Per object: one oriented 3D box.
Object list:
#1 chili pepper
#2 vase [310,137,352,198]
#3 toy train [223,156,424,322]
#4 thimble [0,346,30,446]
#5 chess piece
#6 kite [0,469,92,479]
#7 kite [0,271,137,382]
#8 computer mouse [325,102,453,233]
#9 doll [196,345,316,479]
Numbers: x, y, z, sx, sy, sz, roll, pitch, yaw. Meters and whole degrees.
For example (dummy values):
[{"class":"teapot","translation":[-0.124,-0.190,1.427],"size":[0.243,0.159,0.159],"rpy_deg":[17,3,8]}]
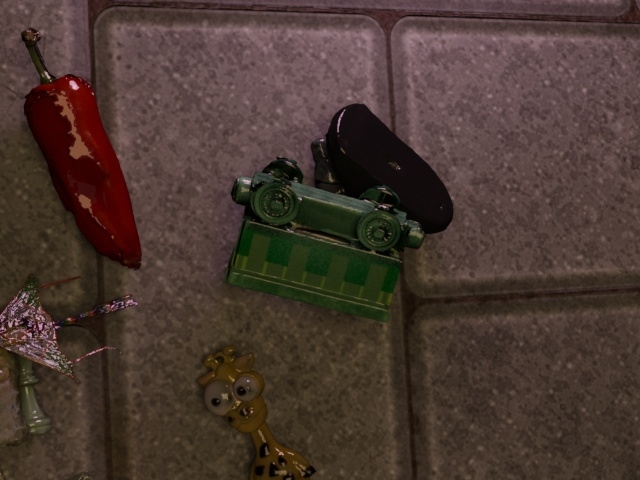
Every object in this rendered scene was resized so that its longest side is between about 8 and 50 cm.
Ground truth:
[{"class":"chili pepper","translation":[-0.360,-0.129,1.468],"size":[0.110,0.110,0.388],"rpy_deg":[-24,98,-17]},{"class":"vase","translation":[0.027,-0.066,1.599],"size":[0.060,0.060,0.211],"rpy_deg":[-17,91,-17]},{"class":"toy train","translation":[0.000,0.000,1.504],"size":[0.300,0.120,0.202],"rpy_deg":[14,110,-4]},{"class":"thimble","translation":[-0.508,0.227,1.369],"size":[0.190,0.137,0.144],"rpy_deg":[-5,85,-4]},{"class":"chess piece","translation":[-0.436,0.214,1.441],"size":[0.059,0.059,0.149],"rpy_deg":[-9,85,-17]},{"class":"kite","translation":[-0.457,0.400,1.442],"size":[0.250,0.012,0.229],"rpy_deg":[-18,94,-18]},{"class":"kite","translation":[-0.372,0.120,1.433],"size":[0.244,0.006,0.198],"rpy_deg":[-13,59,-40]},{"class":"computer mouse","translation":[0.101,-0.103,1.599],"size":[0.269,0.086,0.137],"rpy_deg":[41,44,-19]},{"class":"doll","translation":[-0.096,0.301,1.522],"size":[0.117,0.086,0.291],"rpy_deg":[-25,92,12]}]
